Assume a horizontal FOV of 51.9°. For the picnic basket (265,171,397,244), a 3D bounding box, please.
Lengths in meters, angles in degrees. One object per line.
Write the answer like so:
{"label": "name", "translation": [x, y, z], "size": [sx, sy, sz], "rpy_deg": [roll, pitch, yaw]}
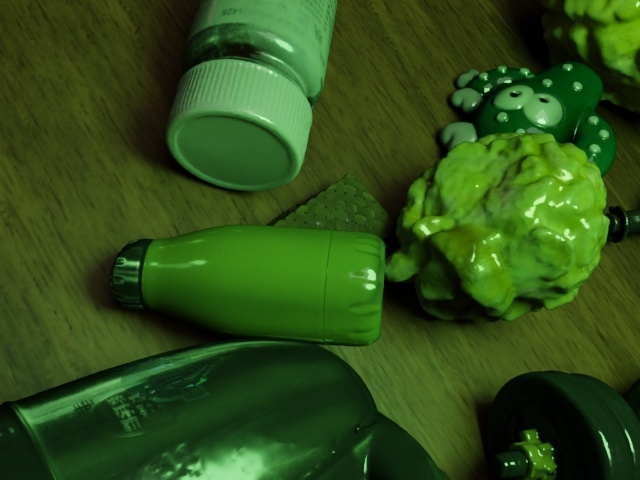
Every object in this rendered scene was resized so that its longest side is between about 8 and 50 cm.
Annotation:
{"label": "picnic basket", "translation": [0.000, 0.000, 0.760], "size": [0.193, 0.055, 0.110], "rpy_deg": [-36, 84, -31]}

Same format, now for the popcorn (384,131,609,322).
{"label": "popcorn", "translation": [0.203, -0.005, 0.762], "size": [0.212, 0.259, 0.259], "rpy_deg": [46, 49, -40]}

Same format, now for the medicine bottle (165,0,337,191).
{"label": "medicine bottle", "translation": [-0.074, -0.208, 0.759], "size": [0.165, 0.165, 0.273], "rpy_deg": [17, 59, -16]}

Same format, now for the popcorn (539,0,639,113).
{"label": "popcorn", "translation": [0.521, -0.370, 0.994], "size": [0.349, 0.349, 0.381], "rpy_deg": [31, 94, -8]}

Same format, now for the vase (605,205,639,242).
{"label": "vase", "translation": [0.510, -0.033, 0.978], "size": [0.183, 0.120, 0.120], "rpy_deg": [-5, 68, -10]}

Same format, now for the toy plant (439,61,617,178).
{"label": "toy plant", "translation": [0.291, -0.162, 0.918], "size": [0.233, 0.112, 0.243], "rpy_deg": [10, 54, 17]}

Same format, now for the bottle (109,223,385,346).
{"label": "bottle", "translation": [-0.069, 0.040, 0.640], "size": [0.260, 0.112, 0.112], "rpy_deg": [3, 62, 6]}

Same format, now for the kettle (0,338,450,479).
{"label": "kettle", "translation": [-0.065, 0.196, 0.499], "size": [0.324, 0.321, 0.228], "rpy_deg": [-18, 109, -36]}

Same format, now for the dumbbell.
{"label": "dumbbell", "translation": [0.351, 0.229, 0.733], "size": [0.388, 0.185, 0.185], "rpy_deg": [1, 66, -23]}
